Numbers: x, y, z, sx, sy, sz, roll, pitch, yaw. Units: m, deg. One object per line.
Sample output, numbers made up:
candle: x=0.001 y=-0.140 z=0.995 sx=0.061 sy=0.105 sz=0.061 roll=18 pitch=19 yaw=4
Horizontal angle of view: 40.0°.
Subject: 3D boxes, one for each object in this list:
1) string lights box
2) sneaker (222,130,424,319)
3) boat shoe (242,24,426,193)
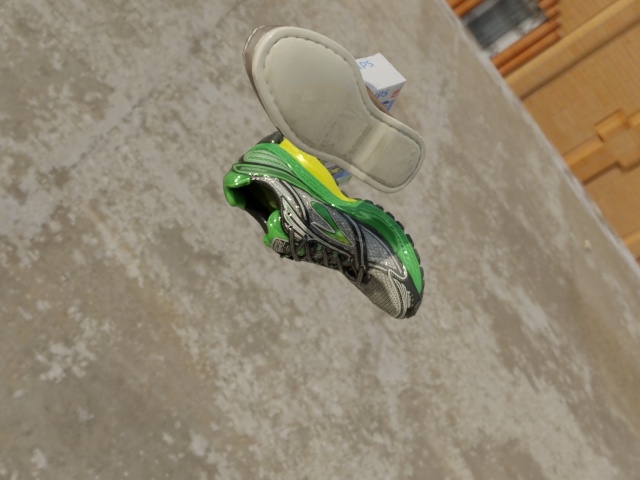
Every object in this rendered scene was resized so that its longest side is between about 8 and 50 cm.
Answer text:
string lights box: x=0.029 y=-0.191 z=1.508 sx=0.133 sy=0.259 sz=0.077 roll=-24 pitch=66 yaw=-38
sneaker: x=0.000 y=0.000 z=1.258 sx=0.343 sy=0.134 sz=0.146 roll=39 pitch=52 yaw=13
boat shoe: x=0.008 y=-0.156 z=1.022 sx=0.097 sy=0.116 sz=0.324 roll=41 pitch=7 yaw=39
